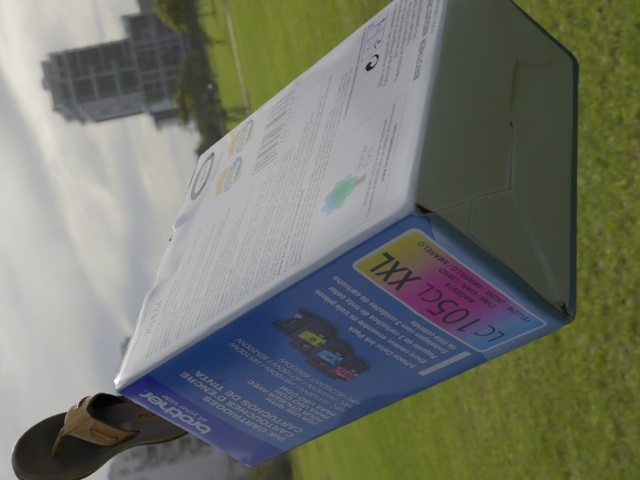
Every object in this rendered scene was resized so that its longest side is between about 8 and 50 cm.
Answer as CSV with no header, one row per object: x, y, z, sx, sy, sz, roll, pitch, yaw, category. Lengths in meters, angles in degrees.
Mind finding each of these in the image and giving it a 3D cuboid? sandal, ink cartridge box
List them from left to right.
-0.197,0.168,0.933,0.072,0.180,0.049,55,150,38,sandal
0.000,0.000,0.793,0.151,0.395,0.270,37,-136,-25,ink cartridge box
